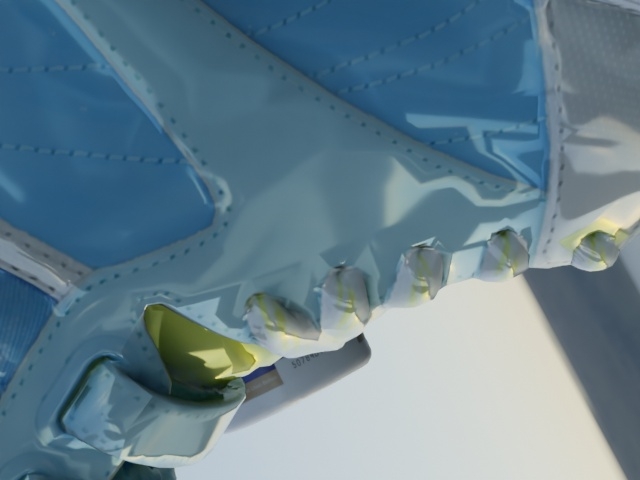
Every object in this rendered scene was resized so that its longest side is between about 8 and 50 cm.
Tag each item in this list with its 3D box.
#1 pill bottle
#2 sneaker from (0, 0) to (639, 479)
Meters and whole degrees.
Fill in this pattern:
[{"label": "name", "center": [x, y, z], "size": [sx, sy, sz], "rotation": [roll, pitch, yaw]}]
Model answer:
[{"label": "pill bottle", "center": [-0.035, 0.006, 0.685], "size": [0.120, 0.067, 0.067], "rotation": [63, -172, 1]}, {"label": "sneaker", "center": [0.000, 0.000, 0.435], "size": [0.319, 0.208, 0.127], "rotation": [15, -171, -6]}]
